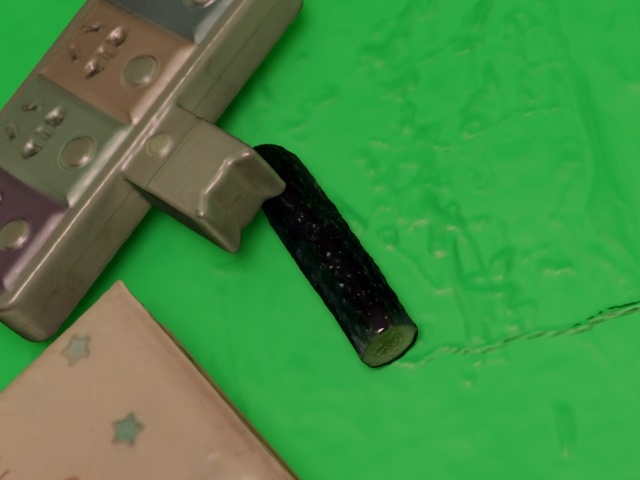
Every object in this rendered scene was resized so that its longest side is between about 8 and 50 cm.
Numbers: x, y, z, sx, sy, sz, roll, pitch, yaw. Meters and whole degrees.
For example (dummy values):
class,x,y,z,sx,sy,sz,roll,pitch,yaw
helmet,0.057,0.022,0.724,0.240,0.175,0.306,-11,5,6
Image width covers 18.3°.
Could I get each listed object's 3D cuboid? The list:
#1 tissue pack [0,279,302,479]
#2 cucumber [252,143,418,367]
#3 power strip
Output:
class,x,y,z,sx,sy,sz,roll,pitch,yaw
tissue pack,-0.151,0.188,0.867,0.325,0.071,0.170,-43,57,-3
cucumber,0.000,0.000,0.917,0.032,0.032,0.133,-35,58,3
power strip,-0.081,-0.043,0.941,0.145,0.061,0.215,32,82,37
